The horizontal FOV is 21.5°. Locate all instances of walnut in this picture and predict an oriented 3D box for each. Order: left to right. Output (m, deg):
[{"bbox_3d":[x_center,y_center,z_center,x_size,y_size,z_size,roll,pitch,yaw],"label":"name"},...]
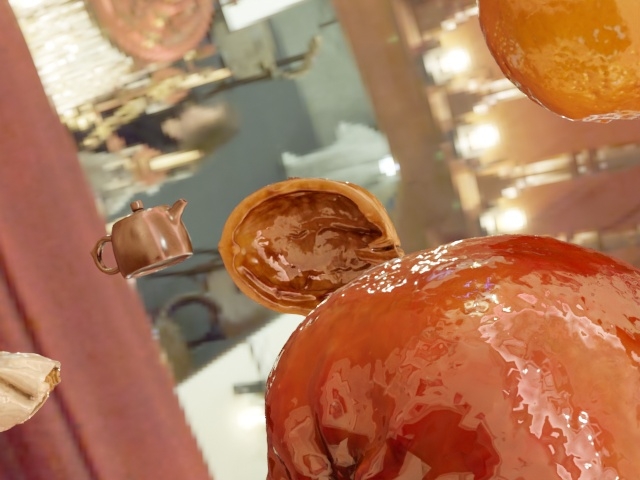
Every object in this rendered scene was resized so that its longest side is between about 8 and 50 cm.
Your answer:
[{"bbox_3d":[-0.001,-0.001,1.876,0.087,0.211,0.167,-51,144,-63],"label":"walnut"}]

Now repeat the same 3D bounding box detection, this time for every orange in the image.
[{"bbox_3d":[0.191,-0.160,1.109,0.177,0.177,0.155,-24,138,-42],"label":"orange"}]

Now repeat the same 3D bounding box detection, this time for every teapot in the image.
[{"bbox_3d":[-0.176,-0.003,1.660,0.076,0.121,0.068,-9,77,-65],"label":"teapot"}]

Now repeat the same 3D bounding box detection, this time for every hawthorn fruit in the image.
[{"bbox_3d":[0.103,0.095,0.819,0.261,0.224,0.224,-27,101,-35],"label":"hawthorn fruit"}]

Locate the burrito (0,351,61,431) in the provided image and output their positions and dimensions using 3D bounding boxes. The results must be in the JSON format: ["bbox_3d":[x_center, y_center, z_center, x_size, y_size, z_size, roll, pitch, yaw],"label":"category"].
[{"bbox_3d":[-0.405,0.132,1.354,0.392,0.117,0.076,-5,92,-4],"label":"burrito"}]
